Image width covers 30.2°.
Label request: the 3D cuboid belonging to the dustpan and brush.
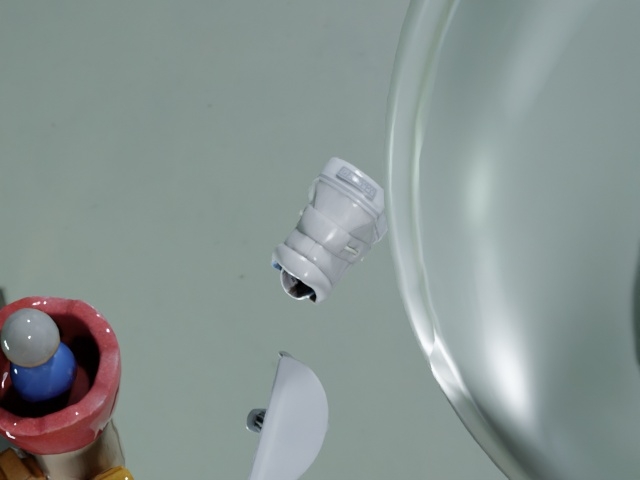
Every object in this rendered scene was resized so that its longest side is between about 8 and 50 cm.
[{"bbox_3d":[-0.026,0.192,1.223,0.060,0.211,0.147,12,85,33],"label":"dustpan and brush"}]

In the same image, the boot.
[{"bbox_3d":[0.000,0.000,1.169,0.095,0.258,0.123,35,85,7],"label":"boot"}]

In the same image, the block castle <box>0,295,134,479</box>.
[{"bbox_3d":[-0.241,0.253,0.571,0.303,0.453,0.213,50,159,28],"label":"block castle"}]

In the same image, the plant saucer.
[{"bbox_3d":[0.211,0.006,0.347,0.400,0.100,0.400,6,122,9],"label":"plant saucer"}]
